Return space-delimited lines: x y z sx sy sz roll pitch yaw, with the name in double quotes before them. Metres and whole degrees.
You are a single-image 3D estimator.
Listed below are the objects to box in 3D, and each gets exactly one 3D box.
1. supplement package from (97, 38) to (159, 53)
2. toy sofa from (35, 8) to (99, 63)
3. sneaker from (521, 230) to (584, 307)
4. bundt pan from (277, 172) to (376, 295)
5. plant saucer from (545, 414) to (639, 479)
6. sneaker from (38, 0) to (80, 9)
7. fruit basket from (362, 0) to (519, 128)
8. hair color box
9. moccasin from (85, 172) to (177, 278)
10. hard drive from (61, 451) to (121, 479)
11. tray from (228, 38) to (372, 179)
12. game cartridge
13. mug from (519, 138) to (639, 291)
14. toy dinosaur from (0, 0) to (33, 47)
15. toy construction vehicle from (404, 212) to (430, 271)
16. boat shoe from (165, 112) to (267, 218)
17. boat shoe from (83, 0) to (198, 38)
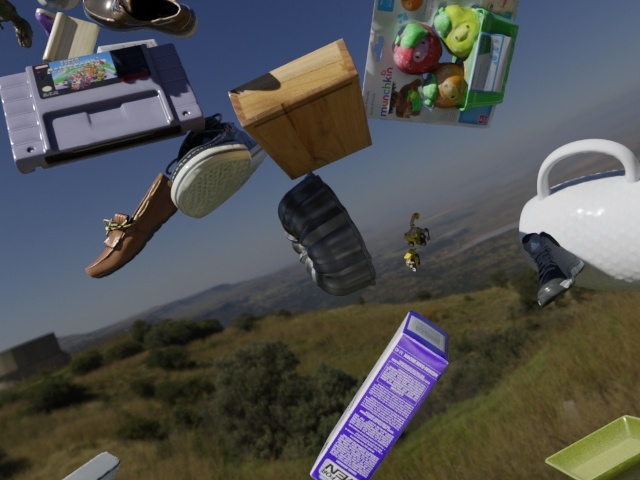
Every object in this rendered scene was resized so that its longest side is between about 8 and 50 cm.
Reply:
"supplement package" -0.531 -0.485 1.596 0.179 0.105 0.105 -28 -13 -42
"toy sofa" -0.751 -0.533 1.717 0.177 0.150 0.362 14 -10 -11
"sneaker" 0.459 0.049 1.171 0.086 0.132 0.228 -47 -14 32
"bundt pan" 0.000 0.000 1.413 0.124 0.331 0.331 -29 0 -9
"plant saucer" 0.522 0.385 1.006 0.188 0.045 0.188 -27 -11 -3
"sneaker" -0.535 -0.515 1.116 0.121 0.099 0.262 -26 22 -38
"fruit basket" 0.290 -0.444 1.375 0.353 0.327 0.165 2 22 -14
"hair color box" 0.123 0.320 1.111 0.339 0.110 0.185 -58 -9 13
"moccasin" -0.585 -0.044 1.737 0.380 0.147 0.139 -48 22 -4
"hard drive" -0.418 0.493 0.841 0.308 0.040 0.203 -66 -13 12
"tray" -0.014 -0.225 1.088 0.202 0.076 0.411 -23 -8 6
"game cartridge" -0.435 -0.276 1.124 0.355 0.230 0.068 -18 -22 -16
"mug" 0.633 -0.060 1.291 0.328 0.374 0.276 -3 34 39
"toy dinosaur" -0.789 -0.565 1.312 0.118 0.064 0.268 -8 -37 19
"toy construction vehicle" 0.198 0.002 1.207 0.035 0.098 0.086 11 47 33
"boat shoe" -0.238 -0.173 1.224 0.187 0.156 0.500 -47 7 13
"boat shoe" -0.282 -0.358 0.860 0.183 0.066 0.066 8 -3 6
